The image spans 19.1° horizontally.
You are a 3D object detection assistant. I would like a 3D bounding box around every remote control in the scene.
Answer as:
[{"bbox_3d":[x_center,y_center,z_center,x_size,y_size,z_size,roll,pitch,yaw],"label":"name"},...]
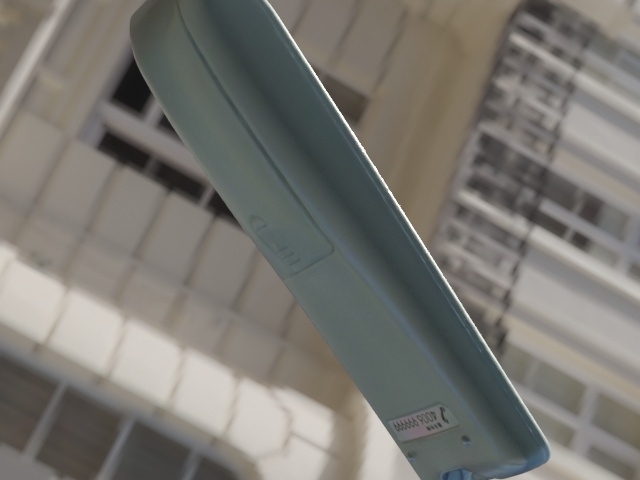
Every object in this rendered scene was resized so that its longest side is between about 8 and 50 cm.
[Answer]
[{"bbox_3d":[0.001,0.000,0.932,0.051,0.293,0.103,-36,-177,-28],"label":"remote control"}]
